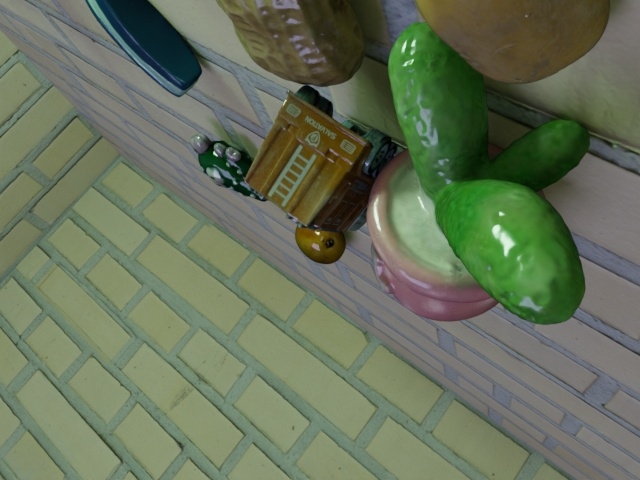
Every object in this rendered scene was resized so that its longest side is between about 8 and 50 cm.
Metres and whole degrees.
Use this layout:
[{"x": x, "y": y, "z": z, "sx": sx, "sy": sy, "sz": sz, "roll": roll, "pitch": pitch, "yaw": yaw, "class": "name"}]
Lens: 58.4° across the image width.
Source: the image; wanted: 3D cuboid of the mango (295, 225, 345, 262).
[{"x": 0.000, "y": 0.000, "z": 1.499, "sx": 0.138, "sy": 0.113, "sz": 0.253, "roll": 34, "pitch": 175, "yaw": 5, "class": "mango"}]

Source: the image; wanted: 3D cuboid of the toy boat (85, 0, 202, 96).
[{"x": -0.349, "y": -0.411, "z": 1.092, "sx": 0.299, "sy": 0.096, "sz": 0.061, "roll": 46, "pitch": 156, "yaw": -20, "class": "toy boat"}]

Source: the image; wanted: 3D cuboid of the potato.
[{"x": 0.138, "y": -0.186, "z": 0.420, "sx": 0.178, "sy": 0.118, "sz": 0.109, "roll": 32, "pitch": -149, "yaw": -40, "class": "potato"}]

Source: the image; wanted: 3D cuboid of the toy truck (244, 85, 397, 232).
[{"x": 0.021, "y": -0.092, "z": 0.811, "sx": 0.136, "sy": 0.162, "sz": 0.305, "roll": 36, "pitch": -171, "yaw": 15, "class": "toy truck"}]

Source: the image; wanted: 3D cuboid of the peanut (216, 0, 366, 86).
[{"x": -0.045, "y": -0.275, "z": 0.636, "sx": 0.196, "sy": 0.110, "sz": 0.233, "roll": 30, "pitch": 167, "yaw": 37, "class": "peanut"}]

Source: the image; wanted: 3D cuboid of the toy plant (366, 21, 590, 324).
[{"x": 0.167, "y": -0.017, "z": 0.638, "sx": 0.356, "sy": 0.210, "sz": 0.317, "roll": 92, "pitch": 163, "yaw": -64, "class": "toy plant"}]

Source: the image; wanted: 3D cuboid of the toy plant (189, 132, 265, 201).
[{"x": -0.234, "y": -0.191, "z": 1.495, "sx": 0.243, "sy": 0.113, "sz": 0.233, "roll": 24, "pitch": 163, "yaw": 33, "class": "toy plant"}]
